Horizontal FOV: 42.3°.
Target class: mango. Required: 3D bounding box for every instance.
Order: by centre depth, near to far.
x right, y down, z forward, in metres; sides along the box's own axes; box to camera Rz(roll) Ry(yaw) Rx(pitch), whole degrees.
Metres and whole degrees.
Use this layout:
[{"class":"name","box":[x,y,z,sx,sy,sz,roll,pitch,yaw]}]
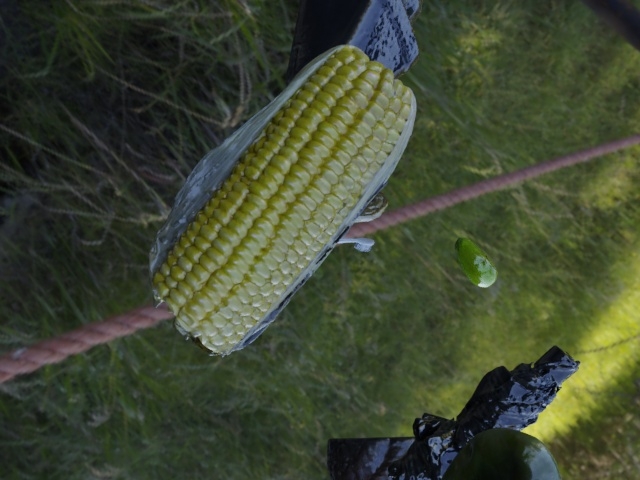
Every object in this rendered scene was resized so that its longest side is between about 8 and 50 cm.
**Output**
[{"class":"mango","box":[0.293,0.040,1.575,0.056,0.108,0.073,-34,-179,5]}]

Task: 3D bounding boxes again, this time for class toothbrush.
[{"class":"toothbrush","box":[0.000,0.000,1.564,0.275,0.019,0.025,5,125,-42]}]

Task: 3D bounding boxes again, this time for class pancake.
[{"class":"pancake","box":[0.019,-0.058,1.209,0.158,0.158,0.028,-19,122,-38]}]

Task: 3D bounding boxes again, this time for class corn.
[{"class":"corn","box":[-0.036,-0.032,0.735,0.305,0.122,0.123,-50,144,-2]}]

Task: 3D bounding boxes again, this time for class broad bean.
[{"class":"broad bean","box":[0.205,0.325,0.987,0.072,0.153,0.207,27,78,-60]}]

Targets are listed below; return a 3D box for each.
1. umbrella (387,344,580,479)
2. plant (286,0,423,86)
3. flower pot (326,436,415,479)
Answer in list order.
[{"class":"umbrella","box":[0.240,0.274,1.256,0.336,0.128,0.154,-47,151,12]},{"class":"plant","box":[0.047,-0.283,1.126,0.256,0.142,0.164,-58,141,-26]},{"class":"flower pot","box":[0.149,0.573,1.841,0.266,0.267,0.266,-2,165,0]}]
